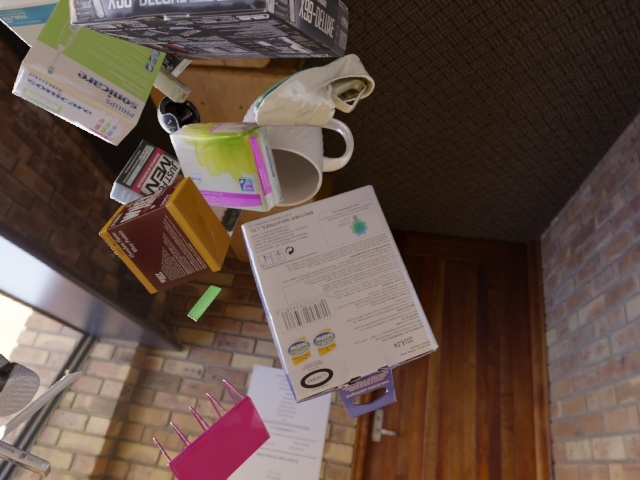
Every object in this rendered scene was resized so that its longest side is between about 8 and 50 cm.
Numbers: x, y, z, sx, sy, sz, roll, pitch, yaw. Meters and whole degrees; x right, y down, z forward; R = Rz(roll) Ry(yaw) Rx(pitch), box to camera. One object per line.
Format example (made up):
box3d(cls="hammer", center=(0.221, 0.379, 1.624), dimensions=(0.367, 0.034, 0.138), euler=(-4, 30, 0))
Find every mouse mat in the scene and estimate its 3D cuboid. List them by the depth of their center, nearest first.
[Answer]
box3d(cls="mouse mat", center=(-0.447, 0.238, 1.661), dimensions=(0.007, 0.152, 0.190), euler=(43, 161, -21))

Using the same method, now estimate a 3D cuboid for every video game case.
box3d(cls="video game case", center=(-0.566, 0.392, 0.787), dimensions=(0.143, 0.019, 0.157), euler=(32, 139, -10))
box3d(cls="video game case", center=(-0.434, -0.573, 1.287), dimensions=(0.190, 0.173, 0.022), euler=(45, -179, 33))

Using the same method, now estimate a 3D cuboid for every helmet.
box3d(cls="helmet", center=(-0.614, -0.531, 1.847), dimensions=(0.161, 0.169, 0.169), euler=(25, 161, 27))

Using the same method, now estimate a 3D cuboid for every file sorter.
box3d(cls="file sorter", center=(-0.354, 0.632, 1.393), dimensions=(0.182, 0.291, 0.202), euler=(18, 134, 46))

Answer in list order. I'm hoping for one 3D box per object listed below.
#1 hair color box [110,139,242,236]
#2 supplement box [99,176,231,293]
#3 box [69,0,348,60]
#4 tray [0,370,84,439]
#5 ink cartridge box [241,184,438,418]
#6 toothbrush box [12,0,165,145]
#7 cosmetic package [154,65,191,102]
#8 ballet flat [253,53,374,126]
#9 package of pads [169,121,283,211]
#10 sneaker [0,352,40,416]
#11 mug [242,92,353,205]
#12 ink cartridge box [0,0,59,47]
box3d(cls="hair color box", center=(-0.448, -0.138, 1.394), dimensions=(0.374, 0.185, 0.113), euler=(30, 145, -20))
box3d(cls="supplement box", center=(-0.349, -0.010, 0.997), dimensions=(0.194, 0.129, 0.191), euler=(-20, 121, 14))
box3d(cls="box", center=(-0.143, -0.319, 0.612), dimensions=(0.307, 0.076, 0.242), euler=(9, -166, 23))
box3d(cls="tray", center=(-0.882, 0.510, 1.344), dimensions=(0.145, 0.270, 0.030), euler=(-31, 100, 37))
box3d(cls="ink cartridge box", center=(0.034, 0.128, 0.819), dimensions=(0.270, 0.395, 0.151), euler=(-18, 164, -8))
box3d(cls="toothbrush box", center=(-0.456, -0.380, 0.893), dimensions=(0.206, 0.283, 0.122), euler=(27, 149, -35))
box3d(cls="cosmetic package", center=(-0.390, -0.400, 1.081), dimensions=(0.115, 0.060, 0.041), euler=(38, 107, -8))
box3d(cls="ballet flat", center=(0.011, -0.358, 1.064), dimensions=(0.139, 0.400, 0.139), euler=(24, 134, 27))
box3d(cls="package of pads", center=(-0.262, -0.208, 1.187), dimensions=(0.297, 0.101, 0.229), euler=(7, 124, 31))
box3d(cls="sneaker", center=(-0.808, 0.277, 0.931), dimensions=(0.210, 0.137, 0.366), euler=(21, 157, 14))
box3d(cls="mug", center=(-0.079, -0.320, 1.398), dimensions=(0.374, 0.328, 0.276), euler=(3, 148, -2))
box3d(cls="ink cartridge box", center=(-0.693, -0.622, 1.163), dimensions=(0.197, 0.198, 0.270), euler=(-8, 169, 0))
